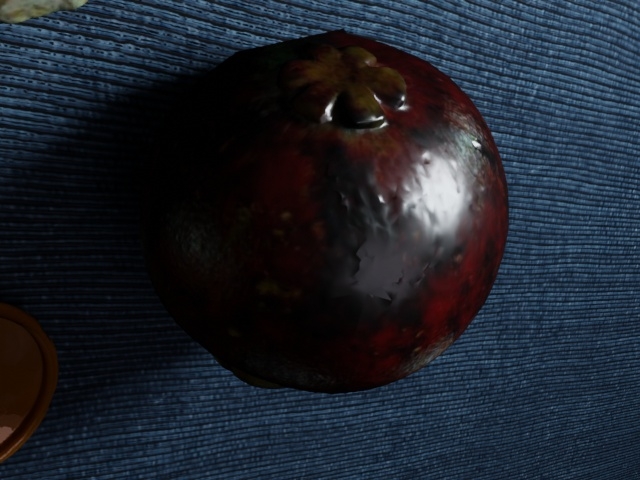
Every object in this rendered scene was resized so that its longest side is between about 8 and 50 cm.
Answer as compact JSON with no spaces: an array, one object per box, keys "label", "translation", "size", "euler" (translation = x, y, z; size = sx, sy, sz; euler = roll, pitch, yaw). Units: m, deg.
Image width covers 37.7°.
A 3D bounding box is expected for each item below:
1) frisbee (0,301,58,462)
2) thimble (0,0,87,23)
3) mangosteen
[{"label":"frisbee","translation":[-0.305,0.124,0.750],"size":[0.192,0.035,0.192],"euler":[-25,135,-28]},{"label":"thimble","translation":[-0.176,-0.218,0.535],"size":[0.190,0.137,0.143],"euler":[-39,139,-36]},{"label":"mangosteen","translation":[-0.002,-0.015,0.745],"size":[0.311,0.311,0.311],"euler":[-24,133,-28]}]
